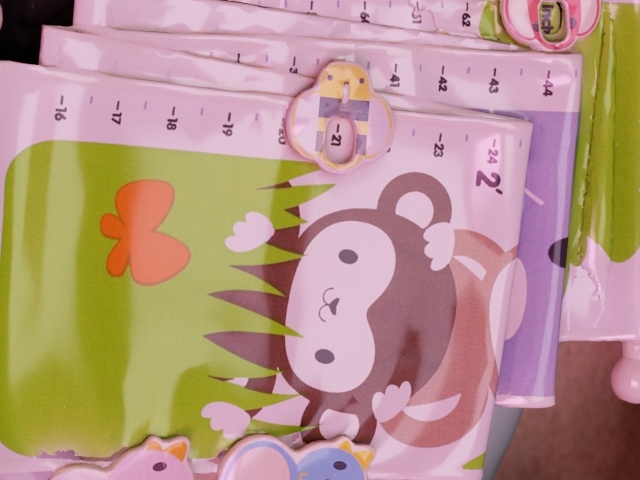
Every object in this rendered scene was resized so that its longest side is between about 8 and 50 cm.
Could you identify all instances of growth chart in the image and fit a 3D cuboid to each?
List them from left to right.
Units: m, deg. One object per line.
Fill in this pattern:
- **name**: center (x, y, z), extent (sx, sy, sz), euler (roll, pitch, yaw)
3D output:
- **growth chart**: center (0.000, 0.000, 0.462), extent (0.237, 0.021, 0.172), euler (-8, 97, -20)

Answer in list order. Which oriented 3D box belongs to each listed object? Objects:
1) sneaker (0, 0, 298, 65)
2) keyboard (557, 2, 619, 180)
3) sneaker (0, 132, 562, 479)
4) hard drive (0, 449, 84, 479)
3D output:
- **sneaker**: center (-0.038, -0.109, 0.535), extent (0.267, 0.101, 0.106), euler (-13, 72, -25)
- **keyboard**: center (0.136, -0.059, 0.512), extent (0.180, 0.023, 0.108), euler (-20, 81, 10)
- **sneaker**: center (-0.015, -0.012, 0.534), extent (0.256, 0.094, 0.151), euler (41, 76, -33)
- **hard drive**: center (-0.158, 0.118, 0.481), extent (0.203, 0.040, 0.307), euler (-37, 108, -20)
